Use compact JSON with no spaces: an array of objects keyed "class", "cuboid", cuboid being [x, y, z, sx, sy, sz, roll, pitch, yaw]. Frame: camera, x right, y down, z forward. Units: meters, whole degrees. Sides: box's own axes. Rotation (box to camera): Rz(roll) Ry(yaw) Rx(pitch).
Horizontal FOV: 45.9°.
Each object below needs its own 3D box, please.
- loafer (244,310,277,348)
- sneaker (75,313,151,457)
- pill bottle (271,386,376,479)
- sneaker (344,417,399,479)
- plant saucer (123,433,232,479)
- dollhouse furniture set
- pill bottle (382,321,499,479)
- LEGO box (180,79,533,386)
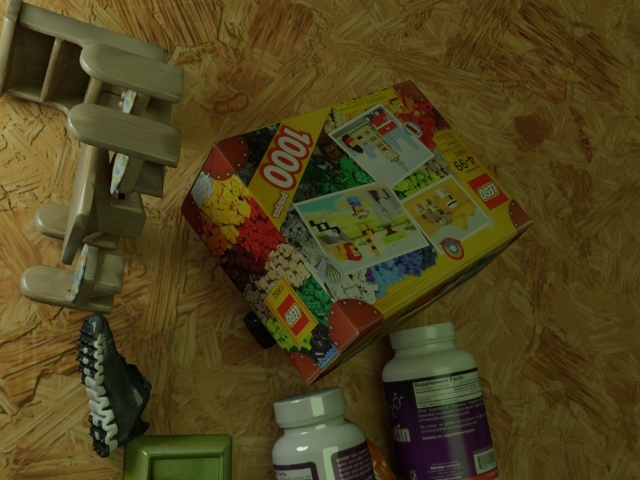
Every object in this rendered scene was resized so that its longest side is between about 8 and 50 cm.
[{"class":"loafer","cuboid":[-0.040,0.137,1.406,0.220,0.080,0.078,-21,104,-27]},{"class":"sneaker","cuboid":[-0.329,0.225,1.224,0.106,0.078,0.234,-13,103,-38]},{"class":"pill bottle","cuboid":[0.010,0.414,1.305,0.169,0.169,0.301,-9,82,-27]},{"class":"sneaker","cuboid":[0.081,0.401,1.415,0.175,0.064,0.067,58,41,-9]},{"class":"plant saucer","cuboid":[-0.231,0.421,1.256,0.188,0.045,0.188,6,76,-25]},{"class":"dollhouse furniture set","cuboid":[-0.386,-0.157,1.155,0.257,0.362,0.394,14,46,-22]},{"class":"pill bottle","cuboid":[0.219,0.323,1.422,0.182,0.181,0.322,-6,80,-27]},{"class":"LEGO box","cuboid":[0.074,-0.040,1.323,0.500,0.193,0.372,-27,73,-41]}]
